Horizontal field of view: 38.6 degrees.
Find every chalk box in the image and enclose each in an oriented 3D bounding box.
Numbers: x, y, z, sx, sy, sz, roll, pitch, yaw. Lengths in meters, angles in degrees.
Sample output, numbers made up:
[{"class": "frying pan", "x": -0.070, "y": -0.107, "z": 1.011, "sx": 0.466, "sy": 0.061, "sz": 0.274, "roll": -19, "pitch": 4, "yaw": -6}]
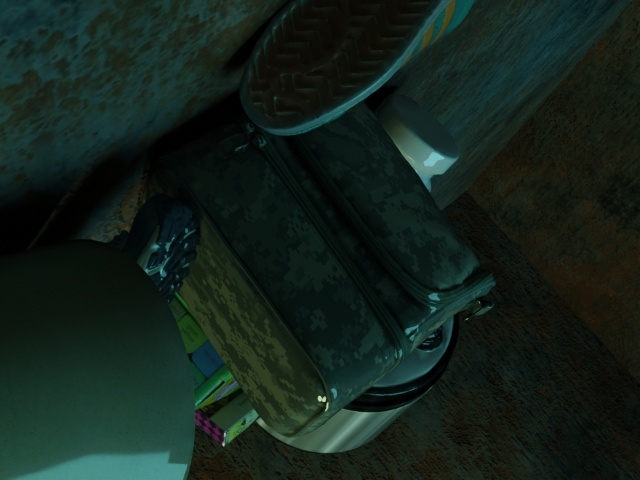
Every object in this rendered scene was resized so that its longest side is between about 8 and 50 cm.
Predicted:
[{"class": "chalk box", "x": -0.141, "y": 0.093, "z": 1.176, "sx": 0.179, "sy": 0.180, "sz": 0.289, "roll": -42, "pitch": 171, "yaw": 6}]

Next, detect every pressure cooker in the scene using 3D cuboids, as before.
[{"class": "pressure cooker", "x": 0.048, "y": 0.157, "z": 1.648, "sx": 0.375, "sy": 0.370, "sz": 0.420, "roll": -5, "pitch": 154, "yaw": -22}]

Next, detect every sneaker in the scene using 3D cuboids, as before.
[{"class": "sneaker", "x": 0.061, "y": -0.195, "z": 0.804, "sx": 0.302, "sy": 0.108, "sz": 0.121, "roll": -42, "pitch": 168, "yaw": 1}, {"class": "sneaker", "x": -0.214, "y": 0.055, "z": 0.823, "sx": 0.283, "sy": 0.122, "sz": 0.110, "roll": -53, "pitch": 177, "yaw": 32}]

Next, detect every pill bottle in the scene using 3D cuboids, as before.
[{"class": "pill bottle", "x": 0.060, "y": -0.073, "z": 1.293, "sx": 0.264, "sy": 0.153, "sz": 0.153, "roll": -44, "pitch": 171, "yaw": 26}]

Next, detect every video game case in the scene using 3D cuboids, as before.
[{"class": "video game case", "x": -0.156, "y": 0.177, "z": 1.384, "sx": 0.210, "sy": 0.232, "sz": 0.042, "roll": -32, "pitch": 147, "yaw": -41}]

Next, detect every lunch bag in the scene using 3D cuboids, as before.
[{"class": "lunch bag", "x": 0.000, "y": 0.000, "z": 0.912, "sx": 0.256, "sy": 0.305, "sz": 0.212, "roll": -31, "pitch": 168, "yaw": -27}]

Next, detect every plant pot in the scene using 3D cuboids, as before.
[{"class": "plant pot", "x": -0.277, "y": 0.131, "z": 0.657, "sx": 0.274, "sy": 0.256, "sz": 0.256, "roll": -3, "pitch": 144, "yaw": -52}]
